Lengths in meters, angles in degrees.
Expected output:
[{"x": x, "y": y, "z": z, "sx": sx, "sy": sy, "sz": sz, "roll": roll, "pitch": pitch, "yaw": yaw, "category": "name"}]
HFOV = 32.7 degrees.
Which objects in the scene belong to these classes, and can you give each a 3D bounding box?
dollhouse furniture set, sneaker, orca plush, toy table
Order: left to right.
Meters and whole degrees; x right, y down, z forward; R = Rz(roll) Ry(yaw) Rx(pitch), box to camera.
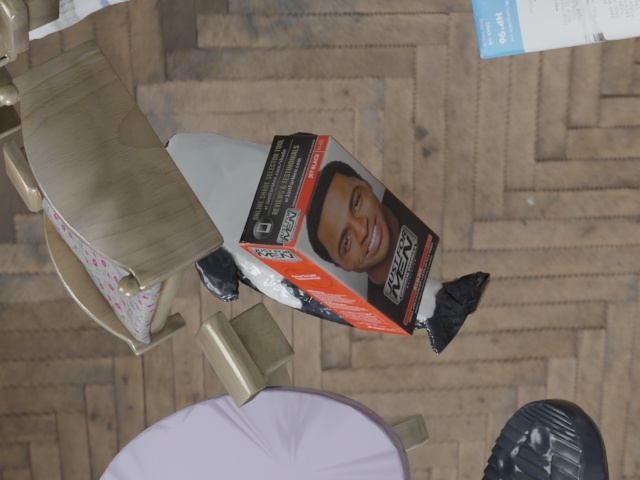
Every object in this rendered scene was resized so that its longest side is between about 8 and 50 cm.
[{"x": -0.206, "y": 0.006, "z": 0.701, "sx": 0.173, "sy": 0.303, "sz": 0.356, "roll": -30, "pitch": 80, "yaw": -20, "category": "dollhouse furniture set"}, {"x": -0.044, "y": 0.208, "z": 0.957, "sx": 0.274, "sy": 0.161, "sz": 0.252, "roll": -6, "pitch": 89, "yaw": 16, "category": "toy table"}, {"x": 0.000, "y": 0.000, "z": 0.902, "sx": 0.287, "sy": 0.102, "sz": 0.151, "roll": 15, "pitch": 79, "yaw": 14, "category": "orca plush"}, {"x": 0.203, "y": 0.259, "z": 0.894, "sx": 0.131, "sy": 0.112, "sz": 0.319, "roll": -10, "pitch": 119, "yaw": -26, "category": "sneaker"}]

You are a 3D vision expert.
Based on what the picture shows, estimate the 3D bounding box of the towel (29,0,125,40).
[{"x": -0.173, "y": -0.219, "z": 0.914, "sx": 0.285, "sy": 0.209, "sz": 0.034, "roll": -22, "pitch": 99, "yaw": -9, "category": "towel"}]

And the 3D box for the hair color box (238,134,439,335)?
[{"x": 0.016, "y": 0.000, "z": 0.655, "sx": 0.141, "sy": 0.043, "sz": 0.072, "roll": 37, "pitch": 65, "yaw": -49, "category": "hair color box"}]

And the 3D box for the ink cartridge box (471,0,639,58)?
[{"x": 0.093, "y": -0.075, "z": 0.324, "sx": 0.083, "sy": 0.048, "sz": 0.028, "roll": -1, "pitch": 103, "yaw": 41, "category": "ink cartridge box"}]
